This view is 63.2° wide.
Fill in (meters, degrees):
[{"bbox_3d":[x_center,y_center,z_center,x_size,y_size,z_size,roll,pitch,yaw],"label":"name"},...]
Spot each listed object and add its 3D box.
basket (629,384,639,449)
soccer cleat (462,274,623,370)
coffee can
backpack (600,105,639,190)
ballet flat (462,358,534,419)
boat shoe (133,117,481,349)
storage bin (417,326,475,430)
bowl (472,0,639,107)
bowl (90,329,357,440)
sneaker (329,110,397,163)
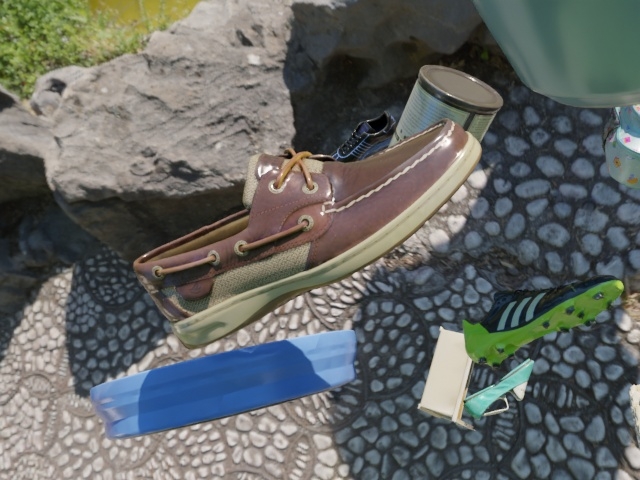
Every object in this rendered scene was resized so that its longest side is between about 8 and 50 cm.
[{"bbox_3d":[0.889,0.483,1.124,0.329,0.331,0.266,-24,101,31],"label":"basket"},{"bbox_3d":[0.232,0.075,0.568,0.179,0.060,0.072,-36,40,28],"label":"soccer cleat"},{"bbox_3d":[0.279,-0.249,1.253,0.201,0.202,0.275,41,131,24],"label":"coffee can"},{"bbox_3d":[0.600,-0.177,0.923,0.166,0.144,0.188,13,56,14],"label":"backpack"},{"bbox_3d":[0.544,0.450,1.540,0.247,0.083,0.087,-34,65,4],"label":"ballet flat"},{"bbox_3d":[-0.026,-0.026,0.479,0.342,0.123,0.123,-30,106,18],"label":"boat shoe"},{"bbox_3d":[0.434,0.437,1.630,0.123,0.260,0.262,8,71,34],"label":"storage bin"},{"bbox_3d":[0.301,-0.241,0.501,0.312,0.163,0.311,-18,30,11],"label":"bowl"},{"bbox_3d":[-0.130,0.216,0.779,0.391,0.391,0.077,-19,75,21],"label":"bowl"},{"bbox_3d":[0.104,-0.272,1.437,0.232,0.090,0.081,-33,54,4],"label":"sneaker"}]
